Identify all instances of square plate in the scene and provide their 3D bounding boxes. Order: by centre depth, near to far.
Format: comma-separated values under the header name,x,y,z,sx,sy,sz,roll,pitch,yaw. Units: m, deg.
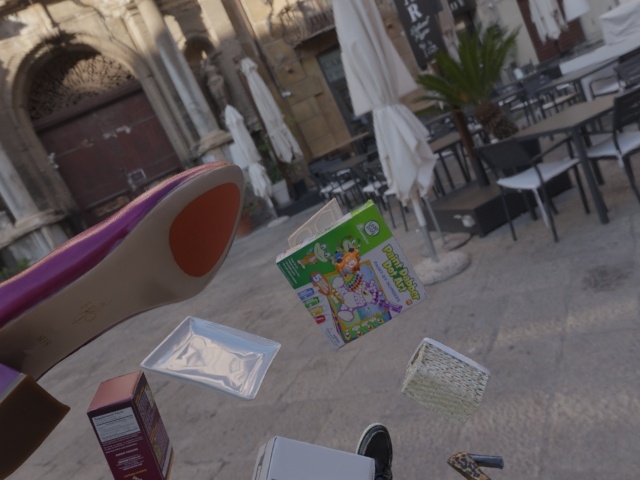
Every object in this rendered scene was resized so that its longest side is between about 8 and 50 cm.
name,x,y,z,sx,sy,sz,roll,pitch,yaw
square plate,-0.328,0.370,1.599,0.346,0.049,0.344,16,17,5

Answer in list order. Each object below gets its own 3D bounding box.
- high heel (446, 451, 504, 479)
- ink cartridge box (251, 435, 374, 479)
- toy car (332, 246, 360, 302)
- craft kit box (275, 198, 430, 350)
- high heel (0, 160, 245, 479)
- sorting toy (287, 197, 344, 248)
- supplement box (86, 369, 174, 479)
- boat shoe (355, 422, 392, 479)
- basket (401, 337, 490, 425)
name,x,y,z,sx,sy,sz,roll,pitch,yaw
high heel,0.511,0.816,1.642,0.186,0.093,0.261,2,39,5
ink cartridge box,-0.014,0.263,0.557,0.150,0.109,0.063,116,167,-61
toy car,0.059,0.071,0.997,0.060,0.122,0.040,-30,52,-28
craft kit box,0.071,0.080,1.111,0.246,0.250,0.061,-32,14,6
high heel,-0.233,0.027,0.491,0.181,0.127,0.377,13,43,28
sorting toy,0.000,0.000,1.425,0.193,0.038,0.208,-40,38,18
supplement box,-0.334,0.345,0.907,0.080,0.188,0.104,-16,15,-5
boat shoe,0.165,0.741,1.554,0.127,0.341,0.113,14,2,-15
basket,0.275,0.317,1.133,0.103,0.167,0.113,-50,-15,-51
